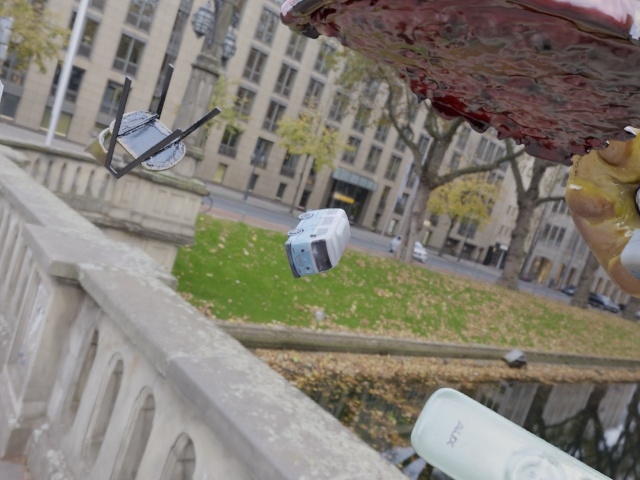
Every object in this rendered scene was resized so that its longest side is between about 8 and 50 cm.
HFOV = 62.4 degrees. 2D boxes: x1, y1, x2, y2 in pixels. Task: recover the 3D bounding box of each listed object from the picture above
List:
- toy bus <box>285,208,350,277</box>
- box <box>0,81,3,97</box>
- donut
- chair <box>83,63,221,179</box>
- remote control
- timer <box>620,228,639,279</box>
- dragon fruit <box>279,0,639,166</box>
[{"bbox_3d":[0.000,0.000,0.758,0.075,0.060,0.123,-7,23,18],"label":"toy bus"},{"bbox_3d":[-0.446,-0.207,0.643,0.084,0.040,0.154,11,-5,-23],"label":"box"},{"bbox_3d":[0.531,-0.057,0.803,0.150,0.317,0.299,-28,38,-32],"label":"donut"},{"bbox_3d":[-0.360,-0.220,1.087,0.172,0.247,0.159,42,33,-6],"label":"chair"},{"bbox_3d":[0.246,0.269,0.565,0.309,0.090,0.038,29,-18,17],"label":"remote control"},{"bbox_3d":[0.480,0.052,0.592,0.237,0.087,0.262,30,6,15],"label":"timer"},{"bbox_3d":[0.137,-0.235,0.423,0.329,0.228,0.286,25,2,8],"label":"dragon fruit"}]
